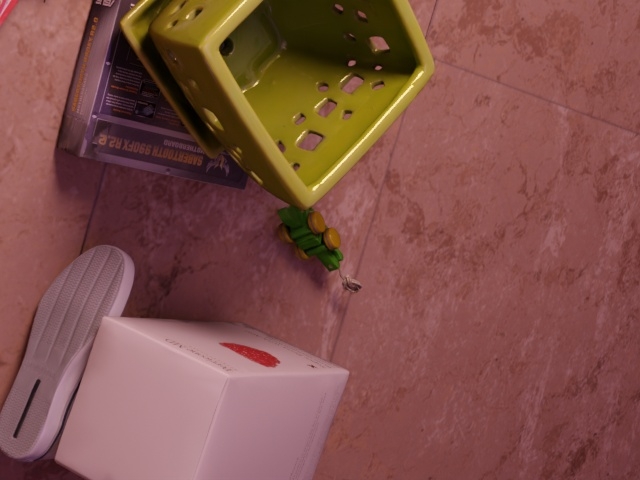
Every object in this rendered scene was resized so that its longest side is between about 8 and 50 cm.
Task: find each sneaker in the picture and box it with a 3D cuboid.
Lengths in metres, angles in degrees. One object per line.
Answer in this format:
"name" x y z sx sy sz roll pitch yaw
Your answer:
"sneaker" -0.277 0.127 1.258 0.258 0.094 0.091 -62 156 -2

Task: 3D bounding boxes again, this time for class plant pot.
"plant pot" -0.055 -0.200 1.154 0.228 0.207 0.227 -48 131 -19

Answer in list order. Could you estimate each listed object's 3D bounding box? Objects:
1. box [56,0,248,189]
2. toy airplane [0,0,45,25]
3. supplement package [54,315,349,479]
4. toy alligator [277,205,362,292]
"box" -0.163 -0.165 1.254 0.231 0.056 0.183 9 100 -42
"toy airplane" -0.318 -0.285 1.092 0.151 0.028 0.151 -15 114 -38
"supplement package" -0.125 0.199 1.284 0.293 0.177 0.175 11 100 -63
"toy alligator" 0.000 0.000 1.465 0.190 0.056 0.051 46 34 -41
